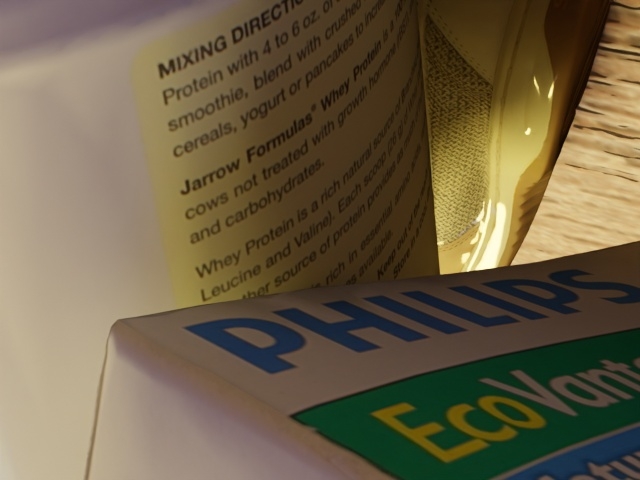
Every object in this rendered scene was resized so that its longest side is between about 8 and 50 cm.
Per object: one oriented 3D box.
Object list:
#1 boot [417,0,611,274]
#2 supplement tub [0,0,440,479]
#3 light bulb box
[{"bbox_3d":[-0.003,-0.065,0.668,0.203,0.095,0.262,21,156,7],"label":"boot"},{"bbox_3d":[-0.087,-0.041,0.474,0.235,0.235,0.325,16,133,27],"label":"supplement tub"},{"bbox_3d":[0.174,0.158,0.409,0.361,0.225,0.358,24,-159,37],"label":"light bulb box"}]
